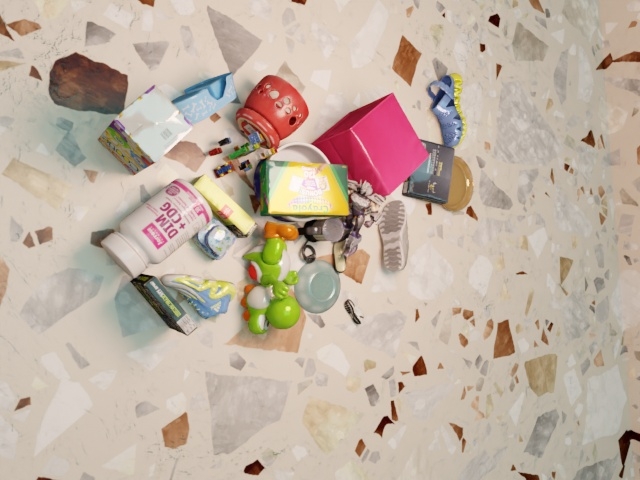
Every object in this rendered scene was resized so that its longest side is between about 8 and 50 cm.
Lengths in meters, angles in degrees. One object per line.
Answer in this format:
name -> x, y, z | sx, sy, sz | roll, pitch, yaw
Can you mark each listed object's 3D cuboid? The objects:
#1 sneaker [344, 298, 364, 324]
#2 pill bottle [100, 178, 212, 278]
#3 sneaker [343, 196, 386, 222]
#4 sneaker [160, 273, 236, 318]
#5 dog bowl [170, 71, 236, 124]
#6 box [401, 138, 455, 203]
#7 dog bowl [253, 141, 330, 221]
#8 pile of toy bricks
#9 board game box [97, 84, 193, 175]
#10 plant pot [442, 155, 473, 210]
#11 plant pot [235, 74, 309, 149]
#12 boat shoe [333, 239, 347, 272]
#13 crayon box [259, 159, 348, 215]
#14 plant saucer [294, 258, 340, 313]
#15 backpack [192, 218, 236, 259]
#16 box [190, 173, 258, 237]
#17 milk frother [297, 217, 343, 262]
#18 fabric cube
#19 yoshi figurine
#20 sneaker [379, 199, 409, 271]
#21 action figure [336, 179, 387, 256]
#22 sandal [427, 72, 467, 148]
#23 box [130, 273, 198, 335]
sneaker -> 0.126, 0.257, 1.872 | 0.043, 0.040, 0.109 | -47, 116, -41
pill bottle -> -0.462, -0.034, 1.441 | 0.283, 0.160, 0.160 | -45, 111, -24
sneaker -> 0.173, -0.129, 1.883 | 0.215, 0.084, 0.083 | -41, 134, -17
sneaker -> -0.370, 0.173, 1.535 | 0.240, 0.091, 0.126 | 13, 83, -31
dog bowl -> -0.353, -0.409, 1.487 | 0.297, 0.166, 0.074 | -59, 134, -50
box -> 0.433, -0.275, 2.031 | 0.184, 0.059, 0.232 | 12, 84, -17
dog bowl -> -0.087, -0.193, 1.707 | 0.265, 0.104, 0.264 | 1, 89, -31
pile of toy bricks -> -0.241, -0.279, 1.602 | 0.118, 0.212, 0.105 | 67, 21, -6
board game box -> -0.479, -0.288, 1.369 | 0.142, 0.275, 0.144 | 48, 66, -21
plant pot -> 0.555, -0.241, 2.144 | 0.236, 0.032, 0.236 | 0, 90, -31
plant pot -> -0.159, -0.401, 1.619 | 0.191, 0.191, 0.174 | 44, 70, -23
boat shoe -> 0.071, 0.053, 1.839 | 0.049, 0.042, 0.132 | 1, 74, -1
crayon box -> -0.051, -0.159, 1.605 | 0.279, 0.081, 0.165 | -1, 87, -25
plant saucer -> 0.000, 0.163, 1.793 | 0.195, 0.037, 0.194 | 1, 88, -32
backpack -> -0.328, -0.008, 1.569 | 0.114, 0.084, 0.105 | 45, 65, -20
box -> -0.306, -0.104, 1.583 | 0.232, 0.087, 0.058 | 46, 67, -23
milk frother -> 0.000, 0.000, 1.739 | 0.129, 0.135, 0.143 | -24, 101, -29
fabric cube -> 0.166, -0.313, 1.772 | 0.254, 0.259, 0.258 | -45, 110, -28
yoshi figurine -> -0.125, 0.131, 1.631 | 0.204, 0.203, 0.361 | 14, 84, -37
sneaker -> 0.289, -0.015, 1.958 | 0.115, 0.105, 0.281 | 22, 71, -64
action figure -> 0.122, -0.087, 1.725 | 0.099, 0.185, 0.285 | -25, 145, -37
sandal -> 0.509, -0.532, 2.079 | 0.138, 0.126, 0.317 | -3, 82, -28
box -> -0.445, 0.179, 1.435 | 0.045, 0.184, 0.190 | -42, 109, -23
